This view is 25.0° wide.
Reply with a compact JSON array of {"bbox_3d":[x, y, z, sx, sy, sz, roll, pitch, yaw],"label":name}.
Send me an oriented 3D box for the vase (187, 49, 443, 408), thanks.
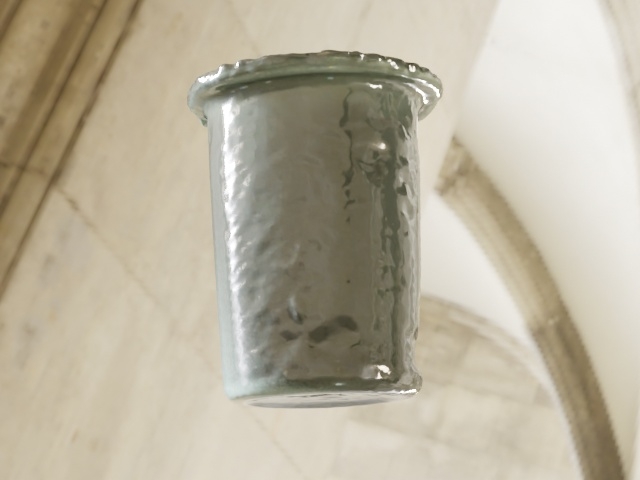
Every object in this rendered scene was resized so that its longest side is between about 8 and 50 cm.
[{"bbox_3d":[0.000,0.000,1.296,0.245,0.291,0.245,-2,-13,0],"label":"vase"}]
